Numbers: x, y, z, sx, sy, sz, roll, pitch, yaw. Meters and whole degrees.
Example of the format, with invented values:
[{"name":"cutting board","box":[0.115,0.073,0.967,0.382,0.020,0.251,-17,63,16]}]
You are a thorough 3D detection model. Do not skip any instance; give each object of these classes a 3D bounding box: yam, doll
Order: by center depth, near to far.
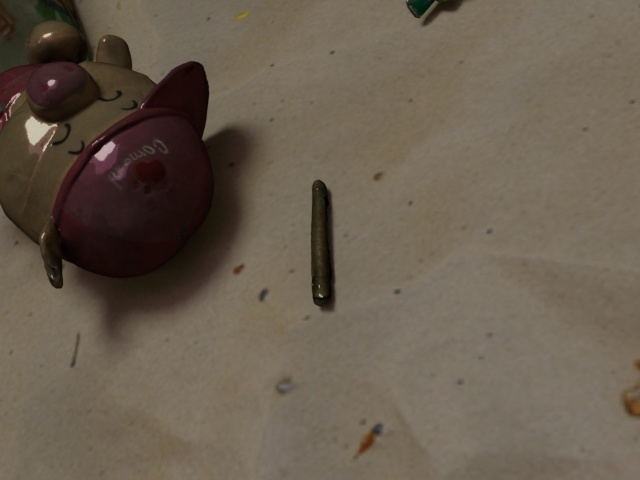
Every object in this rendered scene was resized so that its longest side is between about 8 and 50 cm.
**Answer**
[{"name":"yam","box":[0.000,0.000,0.622,0.014,0.014,0.107,-16,52,19]},{"name":"doll","box":[-0.188,-0.077,0.692,0.256,0.152,0.196,29,87,35]}]

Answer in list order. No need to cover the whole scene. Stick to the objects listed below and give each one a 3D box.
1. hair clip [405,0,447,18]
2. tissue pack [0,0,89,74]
[{"name":"hair clip","box":[0.125,-0.249,0.711,0.049,0.049,0.173,23,69,38]},{"name":"tissue pack","box":[-0.366,-0.309,0.902,0.128,0.228,0.310,-33,49,3]}]
